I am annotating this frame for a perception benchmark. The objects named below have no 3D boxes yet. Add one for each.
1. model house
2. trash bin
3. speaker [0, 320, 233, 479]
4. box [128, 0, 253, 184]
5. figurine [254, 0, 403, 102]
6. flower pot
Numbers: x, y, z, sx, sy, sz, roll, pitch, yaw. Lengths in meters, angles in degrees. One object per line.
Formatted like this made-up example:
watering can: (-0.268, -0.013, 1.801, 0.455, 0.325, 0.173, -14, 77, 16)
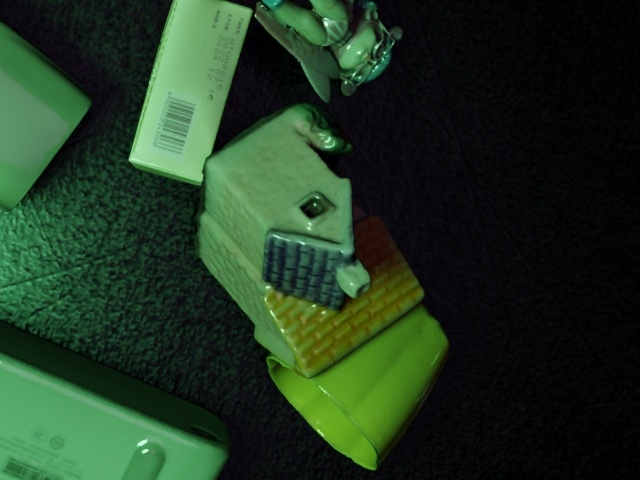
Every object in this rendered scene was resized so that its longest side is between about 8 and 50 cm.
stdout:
model house: (0.000, 0.000, 1.346, 0.202, 0.237, 0.237, -29, 66, -26)
trash bin: (-0.414, -0.172, 1.327, 0.250, 0.220, 0.219, 38, 87, -17)
speaker: (-0.324, 0.235, 1.370, 0.406, 0.183, 0.184, 25, 93, -10)
box: (-0.155, -0.179, 1.387, 0.095, 0.168, 0.212, 16, 89, -5)
figurine: (0.019, -0.281, 1.388, 0.103, 0.260, 0.205, 36, 96, 29)
flower pot: (0.060, 0.158, 1.443, 0.179, 0.195, 0.195, -43, 99, -18)
